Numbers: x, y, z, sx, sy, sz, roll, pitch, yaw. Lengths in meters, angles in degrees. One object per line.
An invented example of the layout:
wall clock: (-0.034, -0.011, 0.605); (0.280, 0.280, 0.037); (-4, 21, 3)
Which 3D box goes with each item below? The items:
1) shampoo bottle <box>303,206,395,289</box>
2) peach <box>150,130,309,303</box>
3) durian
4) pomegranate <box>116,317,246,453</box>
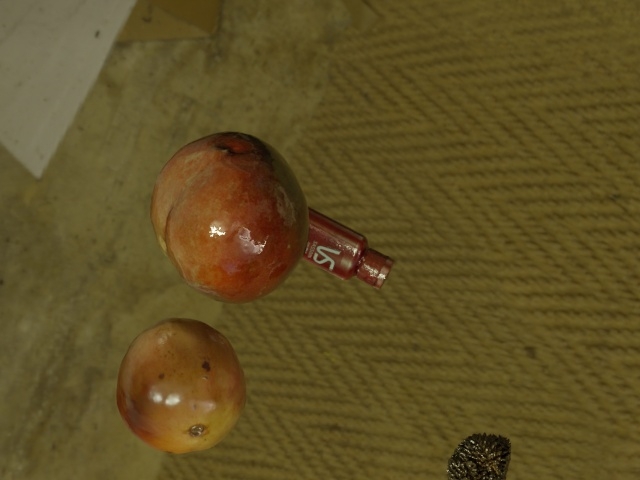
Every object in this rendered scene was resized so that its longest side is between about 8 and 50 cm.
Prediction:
shampoo bottle: (-0.001, 0.000, 1.954); (0.314, 0.076, 0.118); (28, 128, 7)
peach: (-0.132, -0.040, 1.401); (0.253, 0.252, 0.252); (-8, 76, 31)
durian: (0.263, 0.387, 1.596); (0.091, 0.188, 0.148); (32, 82, -9)
pomegranate: (-0.194, 0.200, 1.325); (0.191, 0.191, 0.191); (-8, 76, 31)
